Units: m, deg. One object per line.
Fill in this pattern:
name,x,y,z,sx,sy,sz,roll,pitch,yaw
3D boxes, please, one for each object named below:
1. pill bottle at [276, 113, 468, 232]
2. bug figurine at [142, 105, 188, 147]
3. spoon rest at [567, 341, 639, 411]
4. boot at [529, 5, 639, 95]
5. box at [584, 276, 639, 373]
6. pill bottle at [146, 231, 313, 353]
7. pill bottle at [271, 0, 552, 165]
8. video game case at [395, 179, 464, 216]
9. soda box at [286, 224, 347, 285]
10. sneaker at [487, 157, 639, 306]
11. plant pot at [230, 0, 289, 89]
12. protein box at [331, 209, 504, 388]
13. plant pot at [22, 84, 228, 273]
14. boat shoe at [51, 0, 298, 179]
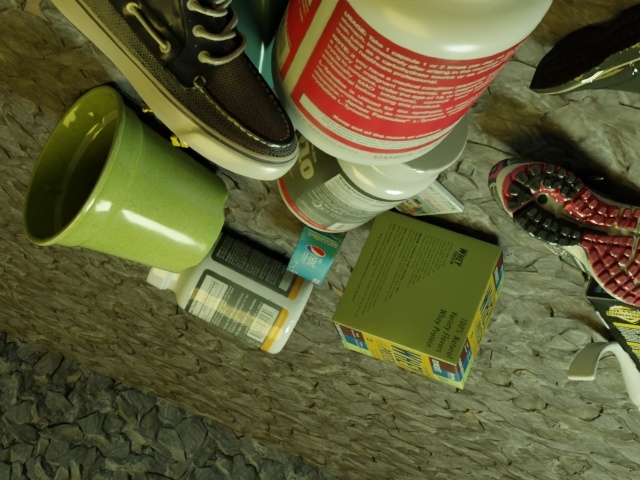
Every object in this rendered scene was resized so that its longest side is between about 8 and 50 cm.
pill bottle,0.064,-0.117,1.657,0.161,0.161,0.283,32,156,-14
bug figurine,-0.179,-0.235,1.774,0.216,0.072,0.279,11,149,18
spoon rest,0.519,0.226,2.057,0.276,0.084,0.137,24,163,-32
boot,0.336,-0.171,1.377,0.137,0.077,0.198,31,159,-24
box,0.567,0.130,1.774,0.322,0.079,0.257,5,148,40
pill bottle,-0.166,0.080,2.328,0.278,0.162,0.162,27,157,-2
pill bottle,0.096,-0.247,1.254,0.229,0.229,0.407,27,158,-4
video game case,0.143,-0.067,1.878,0.087,0.011,0.122,40,154,-31
soda box,0.000,0.000,2.093,0.067,0.071,0.210,25,157,-1
sneaker,0.350,-0.023,1.652,0.299,0.121,0.112,34,-175,-20
plant pot,-0.100,-0.299,1.449,0.165,0.165,0.234,24,145,4
protein box,0.155,0.089,1.946,0.201,0.199,0.136,19,163,17
plant pot,-0.300,-0.072,2.054,0.254,0.276,0.276,28,160,-33
boat shoe,-0.128,-0.221,1.320,0.340,0.127,0.158,42,128,-5
